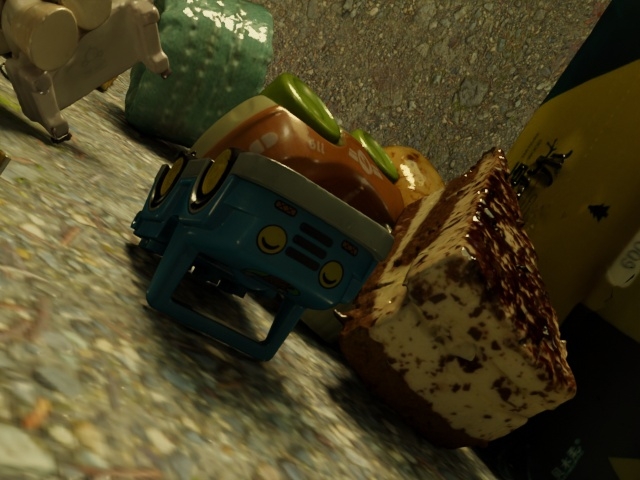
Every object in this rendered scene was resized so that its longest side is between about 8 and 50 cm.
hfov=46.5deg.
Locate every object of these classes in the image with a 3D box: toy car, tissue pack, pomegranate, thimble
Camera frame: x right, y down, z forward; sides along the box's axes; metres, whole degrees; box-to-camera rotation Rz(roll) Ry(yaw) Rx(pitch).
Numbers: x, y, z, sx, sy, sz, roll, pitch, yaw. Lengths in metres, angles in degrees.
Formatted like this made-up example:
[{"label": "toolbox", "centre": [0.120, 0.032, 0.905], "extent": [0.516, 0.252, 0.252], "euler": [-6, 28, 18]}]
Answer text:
[{"label": "toy car", "centre": [0.000, 0.000, 0.635], "extent": [0.235, 0.145, 0.235], "euler": [44, 19, -20]}, {"label": "tissue pack", "centre": [0.286, 0.014, 0.628], "extent": [0.253, 0.417, 0.264], "euler": [28, 10, -21]}, {"label": "pomegranate", "centre": [0.143, -0.072, 1.455], "extent": [0.215, 0.215, 0.215], "euler": [33, 7, -5]}, {"label": "thimble", "centre": [-0.160, -0.211, 0.943], "extent": [0.143, 0.199, 0.235], "euler": [15, -26, -20]}, {"label": "toy car", "centre": [-0.050, 0.008, 0.440], "extent": [0.097, 0.100, 0.191], "euler": [30, -12, -25]}]

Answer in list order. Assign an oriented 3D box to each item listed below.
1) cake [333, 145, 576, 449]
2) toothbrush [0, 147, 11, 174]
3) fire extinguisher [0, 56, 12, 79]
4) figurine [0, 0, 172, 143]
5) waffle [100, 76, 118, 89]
[{"label": "cake", "centre": [0.112, 0.039, 0.547], "extent": [0.135, 0.112, 0.246], "euler": [52, 27, -7]}, {"label": "toothbrush", "centre": [-0.274, -0.114, 0.459], "extent": [0.342, 0.030, 0.025], "euler": [37, 3, 35]}, {"label": "fire extinguisher", "centre": [-0.286, -0.158, 0.730], "extent": [0.083, 0.025, 0.038], "euler": [37, 31, 20]}, {"label": "figurine", "centre": [-0.263, -0.204, 0.632], "extent": [0.256, 0.182, 0.144], "euler": [35, -9, 24]}, {"label": "waffle", "centre": [-0.412, -0.321, 1.117], "extent": [0.247, 0.055, 0.221], "euler": [32, 7, -18]}]
